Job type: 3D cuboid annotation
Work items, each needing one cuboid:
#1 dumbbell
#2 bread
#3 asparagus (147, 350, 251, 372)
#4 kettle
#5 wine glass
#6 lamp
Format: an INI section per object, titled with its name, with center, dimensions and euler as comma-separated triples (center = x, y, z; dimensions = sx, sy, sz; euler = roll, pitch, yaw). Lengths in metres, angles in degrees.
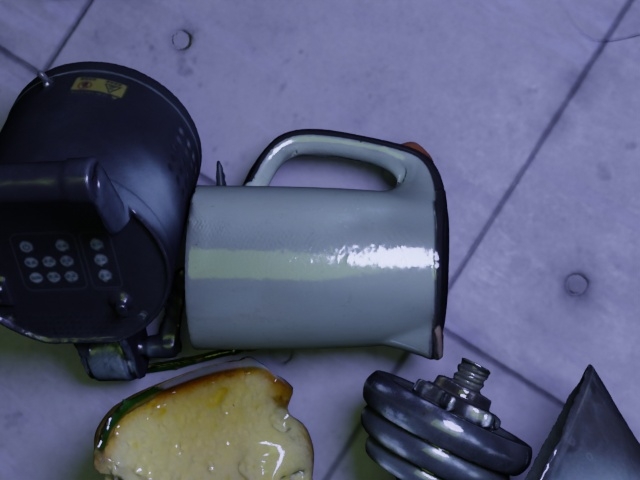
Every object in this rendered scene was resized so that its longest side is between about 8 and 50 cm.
[dumbbell]
center = 0.060, 0.299, 1.188
dimensions = 0.179, 0.179, 0.406
euler = 27, 89, 8
[bread]
center = -0.134, 0.227, 1.248
dimensions = 0.133, 0.252, 0.174
euler = -27, 81, 46
[asparagus]
center = -0.123, 0.122, 1.314
dimensions = 0.166, 0.013, 0.016
euler = -12, 94, 5
[kettle]
center = 0.000, 0.000, 1.243
dimensions = 0.255, 0.165, 0.240
euler = 0, 73, 4
[wine glass]
center = 0.363, 0.313, 1.119
dimensions = 0.406, 0.267, 0.267
euler = 25, 87, 8
[lamp]
center = -0.230, -0.050, 1.205
dimensions = 0.205, 0.374, 0.272
euler = -3, 57, 7
